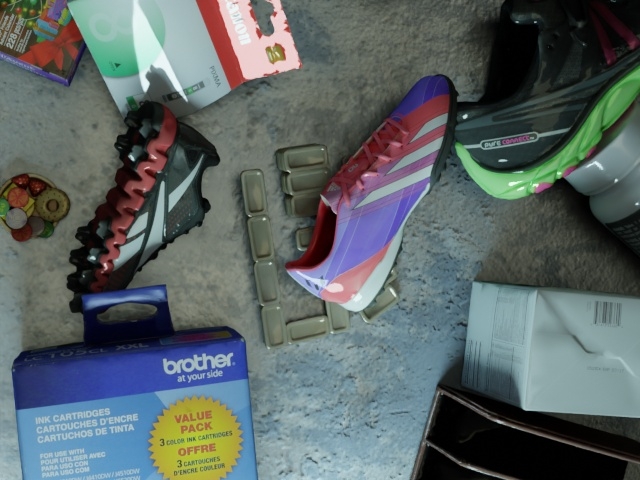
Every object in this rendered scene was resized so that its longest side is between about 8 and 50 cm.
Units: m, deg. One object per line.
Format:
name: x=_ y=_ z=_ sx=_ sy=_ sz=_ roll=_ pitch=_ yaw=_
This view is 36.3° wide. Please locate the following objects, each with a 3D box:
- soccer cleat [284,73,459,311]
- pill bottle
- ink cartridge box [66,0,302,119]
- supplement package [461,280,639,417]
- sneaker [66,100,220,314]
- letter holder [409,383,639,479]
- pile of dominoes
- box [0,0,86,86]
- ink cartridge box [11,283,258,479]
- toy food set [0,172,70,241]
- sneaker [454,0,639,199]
soccer cleat: x=0.068 y=-0.071 z=1.210 sx=0.116 sy=0.109 sz=0.318 roll=24 pitch=92 yaw=-23
pill bottle: x=0.468 y=-0.050 z=1.304 sx=0.283 sy=0.161 sz=0.161 roll=40 pitch=82 yaw=-10
ink cartridge box: x=-0.153 y=-0.236 z=1.136 sx=0.225 sy=0.056 sz=0.181 roll=-11 pitch=131 yaw=11
supplement package: x=0.312 y=0.136 z=1.249 sx=0.194 sy=0.203 sz=0.149 roll=7 pitch=88 yaw=-13
sneaker: x=-0.209 y=-0.023 z=1.181 sx=0.135 sy=0.098 sz=0.276 roll=21 pitch=99 yaw=-32
letter holder: x=0.299 y=0.308 z=1.241 sx=0.302 sy=0.214 sz=0.152 roll=17 pitch=86 yaw=-12
pile of dominoes: x=0.000 y=0.000 z=1.274 sx=0.196 sy=0.040 sz=0.251 roll=-10 pitch=100 yaw=-17
box: x=-0.343 y=-0.359 z=1.173 sx=0.201 sy=0.057 sz=0.293 roll=22 pitch=85 yaw=-11
ink cartridge box: x=-0.214 y=0.253 z=1.162 sx=0.270 sy=0.151 sz=0.395 roll=-6 pitch=90 yaw=-13
toy food set: x=-0.355 y=-0.040 z=1.191 sx=0.083 sy=0.020 sz=0.082 roll=40 pitch=82 yaw=-10
sneaker: x=0.344 y=-0.275 z=1.266 sx=0.202 sy=0.185 sz=0.482 roll=43 pitch=80 yaw=-11
